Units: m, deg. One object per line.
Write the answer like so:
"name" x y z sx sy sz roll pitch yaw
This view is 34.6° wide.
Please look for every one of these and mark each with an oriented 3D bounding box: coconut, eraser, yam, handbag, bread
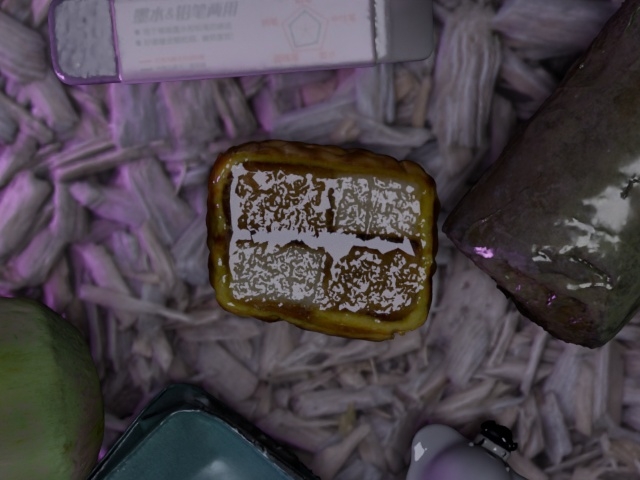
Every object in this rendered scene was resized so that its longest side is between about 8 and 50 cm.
"coconut" -0.319 0.166 0.931 0.236 0.236 0.204 -26 60 2
"eraser" -0.068 -0.195 0.945 0.352 0.061 0.089 -4 102 -2
"yam" 0.261 -0.057 0.919 0.195 0.195 0.300 37 97 -9
"handbag" -0.124 0.302 1.020 0.269 0.100 0.274 39 97 -13
"bread" 0.000 0.000 0.969 0.222 0.096 0.181 7 97 -4

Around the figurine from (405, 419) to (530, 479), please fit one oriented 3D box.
"figurine" 0.131 0.263 1.012 0.147 0.126 0.192 37 79 1
